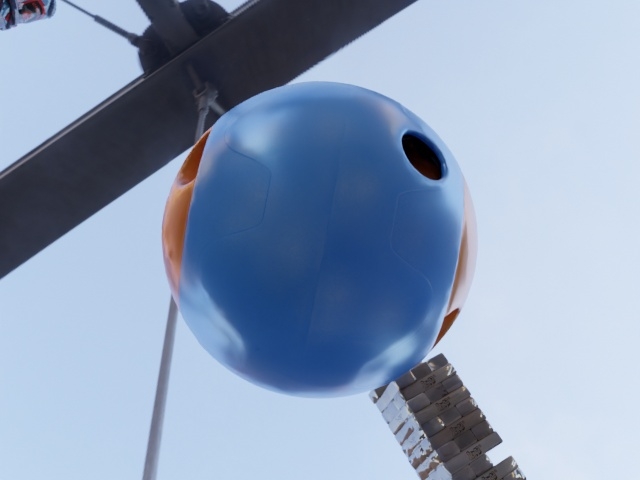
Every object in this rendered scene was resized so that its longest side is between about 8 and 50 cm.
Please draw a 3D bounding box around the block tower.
[{"bbox_3d":[0.192,0.302,0.839,0.091,0.335,0.097,-21,-28,-26],"label":"block tower"}]

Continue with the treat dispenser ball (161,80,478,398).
[{"bbox_3d":[0.000,0.000,0.623,0.288,0.288,0.288,0,-72,-1],"label":"treat dispenser ball"}]

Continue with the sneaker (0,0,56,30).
[{"bbox_3d":[-0.282,-0.219,0.552,0.125,0.104,0.262,33,-116,-30],"label":"sneaker"}]
